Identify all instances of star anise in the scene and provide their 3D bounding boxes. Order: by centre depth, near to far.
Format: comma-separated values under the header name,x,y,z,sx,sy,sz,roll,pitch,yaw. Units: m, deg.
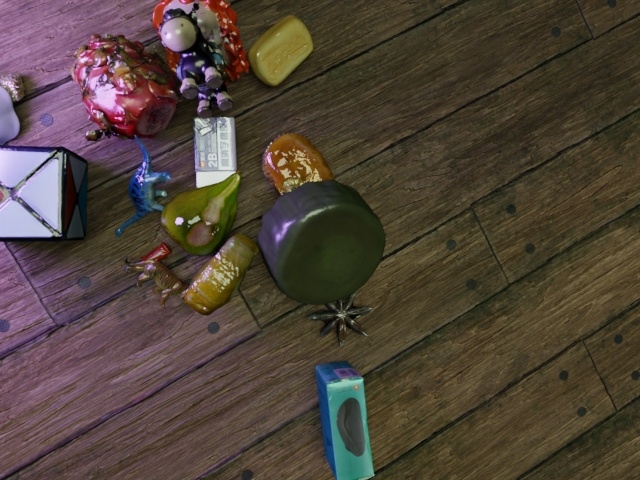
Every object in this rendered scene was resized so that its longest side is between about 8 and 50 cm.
name,x,y,z,sx,sy,sz,roll,pitch,yaw
star anise,0.069,0.247,1.689,0.205,0.061,0.180,-26,84,-14

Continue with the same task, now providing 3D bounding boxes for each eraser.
name,x,y,z,sx,sy,sz,roll,pitch,yaw
eraser,-0.314,-0.261,1.599,0.125,0.068,0.210,-2,93,-10

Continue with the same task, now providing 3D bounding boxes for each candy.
name,x,y,z,sx,sy,sz,roll,pitch,yaw
candy,-0.279,0.095,1.520,0.118,0.260,0.260,40,84,-8

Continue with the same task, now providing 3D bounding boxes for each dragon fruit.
name,x,y,z,sx,sy,sz,roll,pitch,yaw
dragon fruit,-0.550,-0.423,1.466,0.291,0.250,0.269,42,107,6

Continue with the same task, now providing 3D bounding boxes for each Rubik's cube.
name,x,y,z,sx,sy,sz,roll,pitch,yaw
Rubik's cube,-0.777,-0.119,1.419,0.248,0.246,0.250,1,91,-12

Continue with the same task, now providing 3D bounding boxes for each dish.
name,x,y,z,sx,sy,sz,roll,pitch,yaw
dish,-0.936,-0.327,1.421,0.230,0.081,0.229,-5,119,-10

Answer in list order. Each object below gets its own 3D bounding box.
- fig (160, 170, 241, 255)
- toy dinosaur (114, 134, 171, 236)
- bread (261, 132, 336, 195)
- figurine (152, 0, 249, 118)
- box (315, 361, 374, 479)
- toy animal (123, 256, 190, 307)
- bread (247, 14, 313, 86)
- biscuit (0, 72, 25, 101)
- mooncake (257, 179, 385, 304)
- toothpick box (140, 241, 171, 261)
name,x,y,z,sx,sy,sz,roll,pitch,yaw
fig,-0.316,-0.091,1.535,0.206,0.206,0.275,41,82,-10
toy dinosaur,-0.496,-0.145,1.542,0.144,0.076,0.329,3,124,-34
bread,-0.065,-0.204,1.618,0.179,0.133,0.250,-36,99,-12
figurine,-0.333,-0.524,1.450,0.241,0.411,0.306,-29,124,18
box,0.070,0.546,1.628,0.118,0.205,0.311,-6,92,-8
toy animal,-0.472,0.117,1.564,0.099,0.057,0.241,-39,119,2
bread,-0.124,-0.570,1.604,0.217,0.098,0.147,-43,125,-13
biscuit,-0.911,-0.420,1.472,0.169,0.082,0.070,-6,120,-11
mooncake,0.000,0.000,1.547,0.357,0.194,0.356,-12,124,-19
toothpick box,-0.486,0.044,1.582,0.083,0.047,0.047,-38,98,-8
